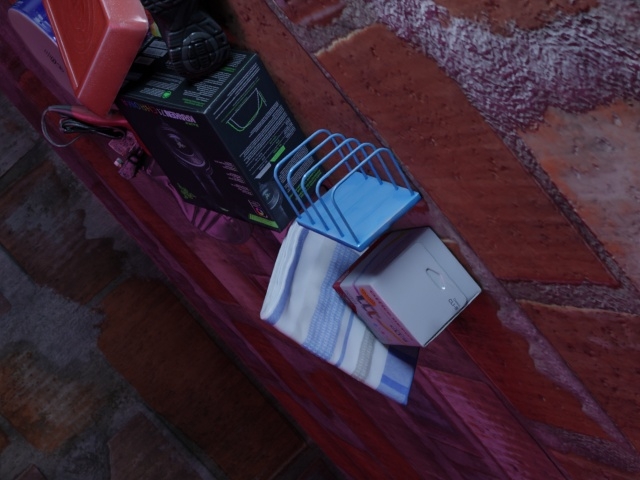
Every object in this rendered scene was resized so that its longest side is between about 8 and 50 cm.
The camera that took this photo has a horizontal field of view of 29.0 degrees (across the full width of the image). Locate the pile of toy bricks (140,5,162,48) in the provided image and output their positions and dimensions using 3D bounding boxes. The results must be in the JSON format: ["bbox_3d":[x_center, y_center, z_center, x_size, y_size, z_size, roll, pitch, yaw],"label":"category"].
[{"bbox_3d":[-0.265,-0.311,2.001,0.105,0.118,0.212,7,129,24],"label":"pile of toy bricks"}]

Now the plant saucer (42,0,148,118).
[{"bbox_3d":[-0.347,-0.348,1.826,0.259,0.047,0.258,-48,59,55],"label":"plant saucer"}]

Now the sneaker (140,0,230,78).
[{"bbox_3d":[-0.209,-0.352,1.695,0.286,0.109,0.130,82,161,-54],"label":"sneaker"}]

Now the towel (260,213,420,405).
[{"bbox_3d":[0.045,0.105,1.916,0.285,0.209,0.034,34,139,-19],"label":"towel"}]

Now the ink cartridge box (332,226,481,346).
[{"bbox_3d":[0.125,0.069,1.831,0.128,0.127,0.176,49,164,-9],"label":"ink cartridge box"}]

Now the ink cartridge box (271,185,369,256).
[{"bbox_3d":[0.000,0.000,2.077,0.203,0.086,0.148,54,163,-24],"label":"ink cartridge box"}]

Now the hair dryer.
[{"bbox_3d":[-0.374,-0.215,2.290,0.223,0.080,0.293,26,137,-27],"label":"hair dryer"}]

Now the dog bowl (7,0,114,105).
[{"bbox_3d":[-0.469,-0.371,2.359,0.265,0.104,0.265,43,166,14],"label":"dog bowl"}]

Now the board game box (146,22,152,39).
[{"bbox_3d":[-0.297,-0.323,2.148,0.133,0.033,0.169,31,159,46],"label":"board game box"}]

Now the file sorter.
[{"bbox_3d":[0.031,-0.077,1.727,0.170,0.118,0.104,24,150,56],"label":"file sorter"}]

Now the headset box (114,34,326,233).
[{"bbox_3d":[-0.156,-0.160,1.922,0.246,0.131,0.283,18,151,41],"label":"headset box"}]

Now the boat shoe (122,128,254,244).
[{"bbox_3d":[-0.245,-0.123,2.441,0.320,0.103,0.118,40,134,7],"label":"boat shoe"}]
